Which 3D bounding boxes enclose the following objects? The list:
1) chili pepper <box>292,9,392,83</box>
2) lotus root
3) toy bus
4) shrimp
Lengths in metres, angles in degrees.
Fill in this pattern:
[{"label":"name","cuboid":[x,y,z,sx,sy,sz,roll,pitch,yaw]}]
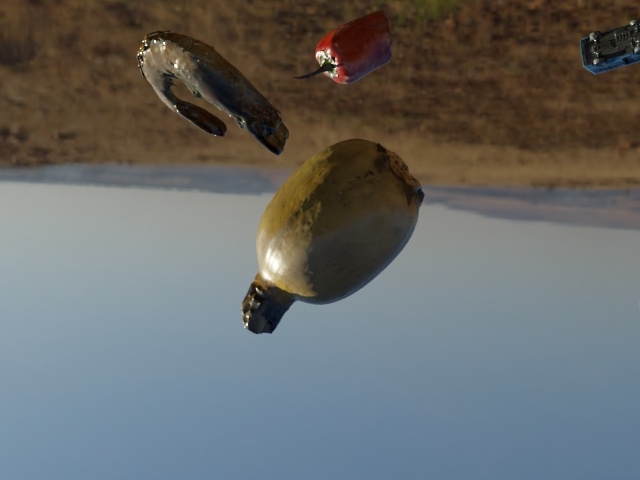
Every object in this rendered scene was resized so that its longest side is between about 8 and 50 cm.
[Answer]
[{"label":"chili pepper","cuboid":[0.036,-0.295,1.628,0.192,0.086,0.084,-29,172,-20]},{"label":"lotus root","cuboid":[0.000,0.000,1.389,0.183,0.310,0.183,43,-172,-7]},{"label":"toy bus","cuboid":[0.339,-0.217,1.149,0.083,0.038,0.046,-13,162,31]},{"label":"shrimp","cuboid":[-0.164,-0.205,1.489,0.253,0.058,0.173,42,144,-19]}]
